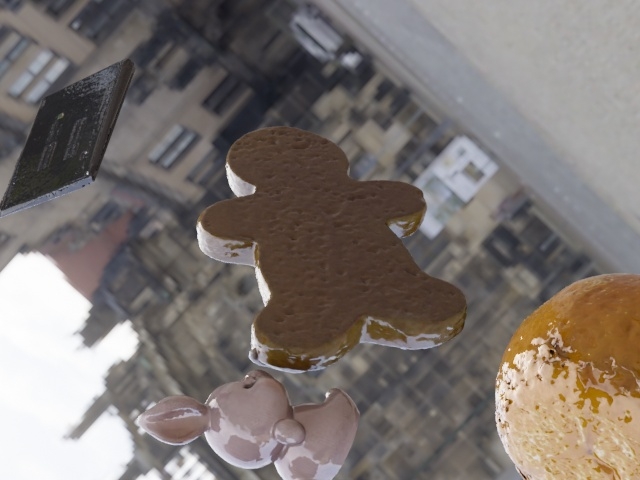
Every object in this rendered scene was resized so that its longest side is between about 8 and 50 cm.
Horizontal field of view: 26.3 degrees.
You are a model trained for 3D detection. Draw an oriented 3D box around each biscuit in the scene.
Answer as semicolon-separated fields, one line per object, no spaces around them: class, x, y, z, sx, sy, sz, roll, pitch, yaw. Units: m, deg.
biscuit;-0.001;0.001;1.606;0.432;0.283;0.064;-120;27;-49

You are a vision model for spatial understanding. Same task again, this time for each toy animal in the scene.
toy animal;-0.072;0.176;1.374;0.212;0.124;0.124;22;-168;-15

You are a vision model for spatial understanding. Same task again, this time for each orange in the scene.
orange;0.399;0.199;1.770;0.340;0.340;0.293;43;-135;3

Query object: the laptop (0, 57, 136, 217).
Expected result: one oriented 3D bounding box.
laptop;-0.271;-0.110;1.452;0.016;0.135;0.197;53;-150;-34
